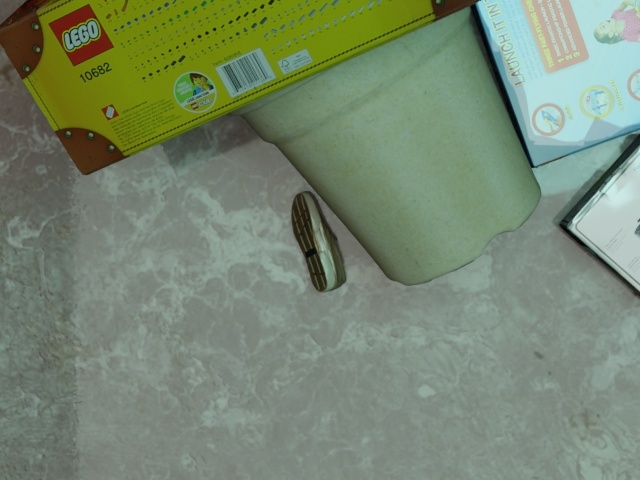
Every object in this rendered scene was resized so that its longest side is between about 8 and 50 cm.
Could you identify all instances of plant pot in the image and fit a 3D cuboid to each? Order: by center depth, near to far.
[{"bbox_3d":[0.103,-0.127,1.721,0.334,0.334,0.305,-32,103,4],"label":"plant pot"}]

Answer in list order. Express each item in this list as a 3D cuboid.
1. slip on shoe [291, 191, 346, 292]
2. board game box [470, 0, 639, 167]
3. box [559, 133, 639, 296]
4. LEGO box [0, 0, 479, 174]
[{"bbox_3d":[0.000,0.000,1.849,0.041,0.051,0.135,-14,83,-36],"label":"slip on shoe"},{"bbox_3d":[0.360,-0.285,1.790,0.302,0.086,0.308,-19,92,4],"label":"board game box"},{"bbox_3d":[0.472,0.013,1.801,0.290,0.087,0.169,40,94,0],"label":"box"},{"bbox_3d":[-0.064,-0.312,1.594,0.500,0.372,0.193,-22,112,18],"label":"LEGO box"}]
